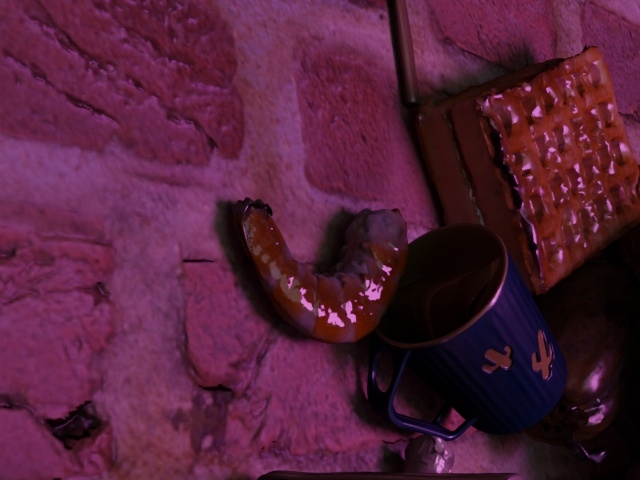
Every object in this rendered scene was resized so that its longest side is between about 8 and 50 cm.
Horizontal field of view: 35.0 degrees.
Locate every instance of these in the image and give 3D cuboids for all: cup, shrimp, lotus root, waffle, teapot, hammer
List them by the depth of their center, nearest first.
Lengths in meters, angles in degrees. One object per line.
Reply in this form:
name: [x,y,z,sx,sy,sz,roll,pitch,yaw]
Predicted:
shrimp: [0.000,0.000,0.821,0.166,0.049,0.161,43,52,-23]
teapot: [0.085,0.210,0.849,0.067,0.057,0.083,97,9,-59]
cup: [0.122,0.098,0.880,0.176,0.131,0.155,-49,124,-11]
hammer: [0.080,-0.227,0.991,0.062,0.013,0.199,2,79,-48]
lotus root: [0.255,0.108,1.018,0.241,0.122,0.124,-47,139,-49]
waffle: [0.231,-0.078,1.066,0.308,0.091,0.213,-27,100,-50]

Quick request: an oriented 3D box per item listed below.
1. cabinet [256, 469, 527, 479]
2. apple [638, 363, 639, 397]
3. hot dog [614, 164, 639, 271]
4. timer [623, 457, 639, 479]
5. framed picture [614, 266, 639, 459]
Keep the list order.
cabinet: [0.082,0.354,0.677,0.290,0.227,0.318,38,56,-37]
apple: [0.513,0.143,1.005,0.363,0.363,0.364,16,68,-45]
hot dog: [0.453,0.032,1.253,0.257,0.150,0.153,53,36,-26]
timer: [0.397,0.376,1.130,0.237,0.087,0.262,52,46,-26]
framed picture: [0.430,0.138,1.184,0.232,0.019,0.296,-35,112,-2]
